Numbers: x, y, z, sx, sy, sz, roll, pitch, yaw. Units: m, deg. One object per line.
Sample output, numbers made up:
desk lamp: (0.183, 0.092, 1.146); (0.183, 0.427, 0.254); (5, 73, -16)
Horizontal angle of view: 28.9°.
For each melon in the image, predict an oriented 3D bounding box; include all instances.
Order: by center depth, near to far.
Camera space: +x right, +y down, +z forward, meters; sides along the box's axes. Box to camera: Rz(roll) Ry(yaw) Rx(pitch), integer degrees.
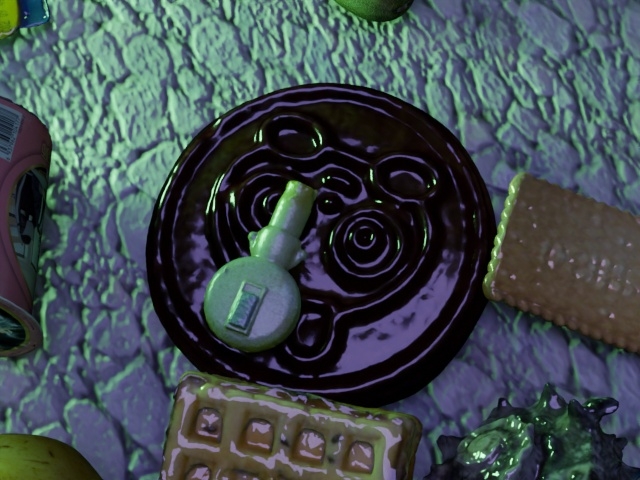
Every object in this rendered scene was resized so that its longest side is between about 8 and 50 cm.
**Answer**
melon: (0.047, -0.334, 1.529); (0.162, 0.099, 0.099); (42, 77, 18)

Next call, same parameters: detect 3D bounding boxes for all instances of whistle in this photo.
whistle: (-0.055, 0.025, 1.339); (0.104, 0.057, 0.198); (21, 78, 11)

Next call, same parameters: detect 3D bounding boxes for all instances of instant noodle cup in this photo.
instant noodle cup: (-0.405, -0.023, 1.391); (0.244, 0.244, 0.255); (4, 62, 4)

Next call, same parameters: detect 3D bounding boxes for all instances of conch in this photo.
conch: (0.193, 0.281, 1.269); (0.241, 0.186, 0.313); (29, 95, 44)

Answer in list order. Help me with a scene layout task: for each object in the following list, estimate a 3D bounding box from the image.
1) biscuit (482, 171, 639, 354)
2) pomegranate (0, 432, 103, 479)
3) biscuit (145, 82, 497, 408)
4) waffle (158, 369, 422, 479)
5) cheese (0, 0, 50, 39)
biscuit: (0.310, 0.034, 1.389); (0.250, 0.030, 0.160); (20, 72, -8)
pomegranate: (-0.324, 0.315, 1.236); (0.264, 0.264, 0.264); (-1, 70, 3)
biscuit: (0.000, 0.000, 1.417); (0.407, 0.091, 0.407); (-1, 71, 2)
waffle: (-0.061, 0.334, 1.254); (0.261, 0.114, 0.376); (13, 83, 5)
cheese: (-0.476, -0.273, 1.548); (0.270, 0.069, 0.177); (-17, 71, -6)
